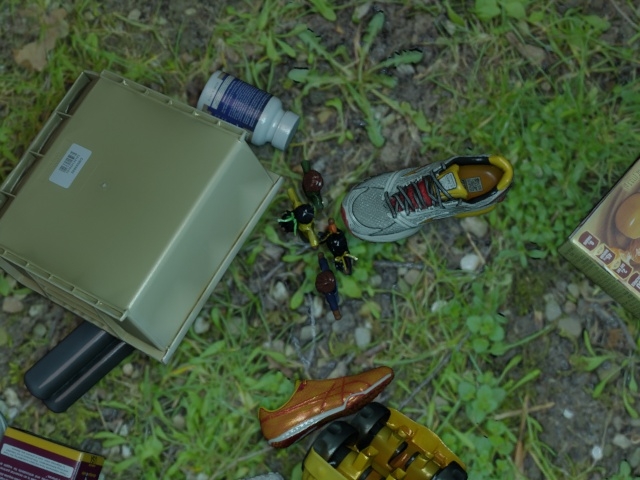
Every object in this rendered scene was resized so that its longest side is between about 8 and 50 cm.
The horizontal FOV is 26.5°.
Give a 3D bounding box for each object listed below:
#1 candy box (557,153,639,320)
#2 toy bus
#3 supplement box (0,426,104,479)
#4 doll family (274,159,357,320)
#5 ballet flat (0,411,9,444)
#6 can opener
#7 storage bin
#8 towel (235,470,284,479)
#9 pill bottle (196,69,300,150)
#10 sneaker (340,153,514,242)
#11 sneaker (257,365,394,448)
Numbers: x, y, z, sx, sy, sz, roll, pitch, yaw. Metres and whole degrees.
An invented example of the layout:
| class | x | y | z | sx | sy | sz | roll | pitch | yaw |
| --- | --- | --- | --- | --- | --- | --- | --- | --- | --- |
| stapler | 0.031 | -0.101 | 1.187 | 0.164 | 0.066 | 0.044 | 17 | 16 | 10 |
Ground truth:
| class | x | y | z | sx | sy | sz | roll | pitch | yaw |
| --- | --- | --- | --- | --- | --- | --- | --- | --- | --- |
| candy box | 0.470 | 0.041 | 1.646 | 0.316 | 0.087 | 0.183 | 41 | 82 | 7 |
| toy bus | 0.046 | 0.317 | 1.565 | 0.149 | 0.220 | 0.211 | 35 | 112 | 18 |
| supplement box | -0.341 | 0.325 | 1.590 | 0.104 | 0.081 | 0.188 | 16 | 80 | 14 |
| doll family | 0.000 | 0.000 | 1.640 | 0.076 | 0.111 | 0.193 | -28 | 82 | -5 |
| ballet flat | -0.491 | 0.362 | 1.567 | 0.139 | 0.139 | 0.400 | 26 | 81 | 4 |
| can opener | -0.247 | 0.083 | 1.659 | 0.283 | 0.076 | 0.095 | -42 | 50 | -6 |
| storage bin | -0.231 | -0.038 | 1.596 | 0.260 | 0.123 | 0.262 | 25 | 75 | 27 |
| towel | -0.144 | 0.376 | 1.547 | 0.282 | 0.049 | 0.187 | -8 | 80 | -32 |
| pill bottle | -0.089 | -0.158 | 1.691 | 0.120 | 0.067 | 0.067 | 26 | 81 | 5 |
| sneaker | 0.130 | -0.062 | 1.646 | 0.225 | 0.093 | 0.088 | -18 | 80 | -14 |
| sneaker | 0.006 | 0.186 | 1.634 | 0.175 | 0.064 | 0.067 | -24 | 71 | -7 |
